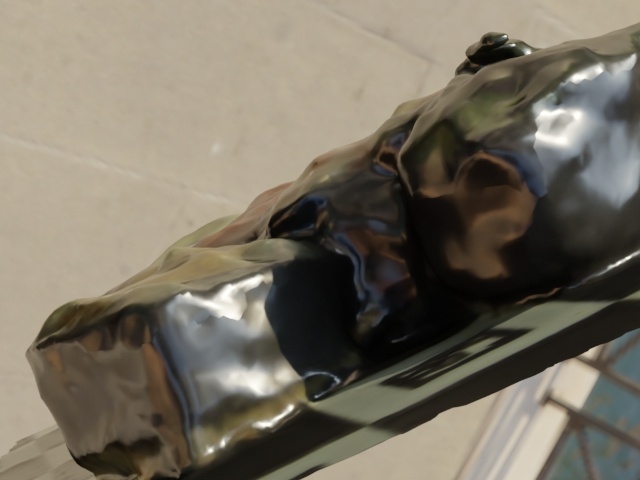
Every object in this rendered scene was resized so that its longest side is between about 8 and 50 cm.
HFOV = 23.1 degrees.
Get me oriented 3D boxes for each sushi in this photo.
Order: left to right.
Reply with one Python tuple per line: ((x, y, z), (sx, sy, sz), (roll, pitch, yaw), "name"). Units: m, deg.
((0.000, 0.000, 0.468), (0.320, 0.069, 0.339), (-24, -177, 4), "sushi")
